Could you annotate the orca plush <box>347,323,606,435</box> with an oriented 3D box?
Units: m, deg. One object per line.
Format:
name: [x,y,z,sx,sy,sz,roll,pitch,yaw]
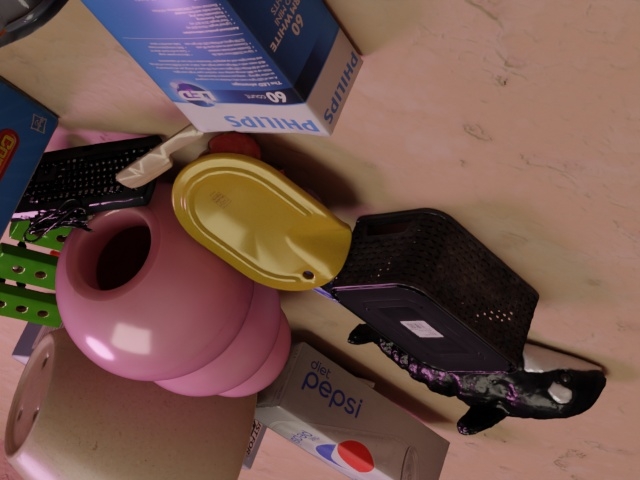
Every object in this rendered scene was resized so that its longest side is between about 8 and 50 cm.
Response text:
orca plush: [0.163,0.161,1.293,0.287,0.102,0.151,17,156,11]

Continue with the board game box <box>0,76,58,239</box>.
board game box: [-0.434,0.003,1.208,0.086,0.308,0.302,34,154,-30]

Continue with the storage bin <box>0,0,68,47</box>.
storage bin: [-0.256,-0.204,0.888,0.135,0.098,0.091,-7,133,48]

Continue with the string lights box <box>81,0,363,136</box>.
string lights box: [-0.091,-0.177,0.811,0.133,0.077,0.260,5,152,34]

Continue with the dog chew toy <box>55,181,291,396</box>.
dog chew toy: [-0.137,0.076,1.258,0.206,0.207,0.332,8,159,29]

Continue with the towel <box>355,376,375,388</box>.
towel: [0.000,0.208,1.641,0.144,0.029,0.197,19,154,4]

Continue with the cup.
cup: [-0.262,0.232,1.481,0.237,0.331,0.331,21,159,-24]

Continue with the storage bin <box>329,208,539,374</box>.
storage bin: [0.113,0.054,1.131,0.122,0.084,0.180,-6,145,48]

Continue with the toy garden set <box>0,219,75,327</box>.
toy garden set: [-0.265,0.012,1.338,0.203,0.049,0.244,16,133,-28]

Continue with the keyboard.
keyboard: [-0.245,-0.054,1.147,0.192,0.100,0.038,-7,157,31]

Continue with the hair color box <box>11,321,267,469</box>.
hair color box: [-0.266,0.222,1.787,0.185,0.114,0.374,-1,148,42]

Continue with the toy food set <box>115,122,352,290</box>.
toy food set: [-0.065,-0.045,1.092,0.218,0.071,0.128,38,131,-19]

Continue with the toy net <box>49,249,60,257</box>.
toy net: [-0.308,-0.009,1.414,0.122,0.045,0.232,4,149,40]

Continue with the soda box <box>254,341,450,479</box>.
soda box: [0.038,0.249,1.543,0.286,0.098,0.091,37,150,-26]

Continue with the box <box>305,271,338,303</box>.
box: [-0.001,0.042,1.218,0.081,0.028,0.136,30,175,-19]
